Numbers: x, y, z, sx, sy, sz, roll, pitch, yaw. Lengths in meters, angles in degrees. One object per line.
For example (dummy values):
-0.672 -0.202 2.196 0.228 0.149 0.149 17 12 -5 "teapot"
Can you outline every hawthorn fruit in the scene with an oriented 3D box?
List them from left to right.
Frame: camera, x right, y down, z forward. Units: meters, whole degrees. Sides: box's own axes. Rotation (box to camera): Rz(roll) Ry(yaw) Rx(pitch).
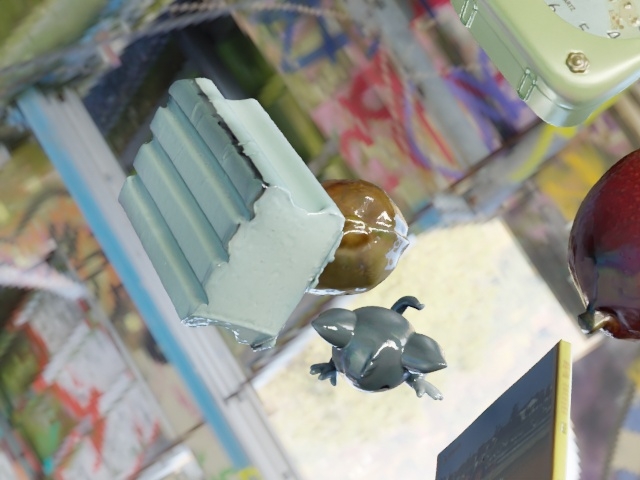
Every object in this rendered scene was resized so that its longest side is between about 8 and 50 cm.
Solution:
0.285 0.015 1.224 0.188 0.169 0.169 -38 169 -8 "hawthorn fruit"

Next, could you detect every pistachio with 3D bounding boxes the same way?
0.000 0.000 1.613 0.210 0.130 0.165 -11 172 33 "pistachio"

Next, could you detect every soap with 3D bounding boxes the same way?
-0.081 -0.028 1.244 0.094 0.261 0.150 18 110 -30 "soap"

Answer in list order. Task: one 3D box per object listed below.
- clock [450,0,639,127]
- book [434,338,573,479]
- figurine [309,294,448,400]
0.315 -0.284 1.580 0.308 0.235 0.096 -31 164 -14 "clock"
0.173 0.311 1.474 0.262 0.028 0.374 -54 -163 44 "book"
0.098 0.147 2.000 0.265 0.193 0.140 -43 155 -64 "figurine"
